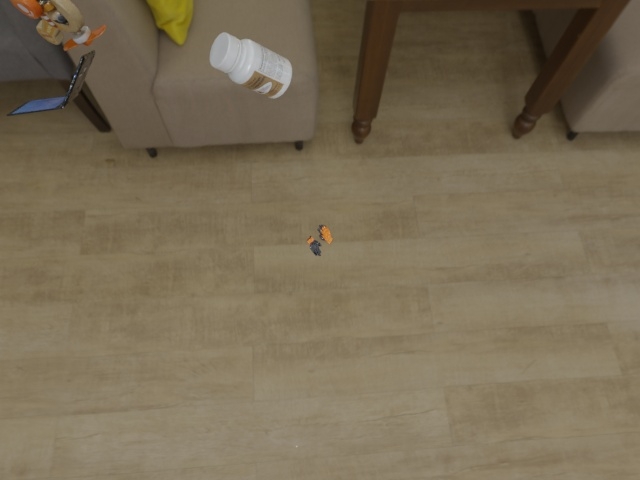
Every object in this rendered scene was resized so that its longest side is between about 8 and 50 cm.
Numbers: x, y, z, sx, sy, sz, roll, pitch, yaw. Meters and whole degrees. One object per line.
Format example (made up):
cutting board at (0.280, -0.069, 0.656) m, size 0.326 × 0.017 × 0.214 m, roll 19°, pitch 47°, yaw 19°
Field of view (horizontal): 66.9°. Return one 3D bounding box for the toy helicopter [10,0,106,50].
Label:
toy helicopter at (-0.821, -0.688, 1.523) m, size 0.234 × 0.355 × 0.140 m, roll 32°, pitch 75°, yaw -30°

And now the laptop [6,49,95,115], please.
laptop at (-0.841, -0.503, 1.529) m, size 0.136 × 0.234 × 0.265 m, roll 24°, pitch 107°, yaw -26°

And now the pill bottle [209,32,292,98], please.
pill bottle at (-0.209, -0.527, 1.457) m, size 0.229 × 0.131 × 0.131 m, roll 11°, pitch 58°, yaw -45°

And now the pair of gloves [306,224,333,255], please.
pair of gloves at (0.000, 0.000, 1.380) m, size 0.010 × 0.074 × 0.083 m, roll 15°, pitch 57°, yaw 45°
